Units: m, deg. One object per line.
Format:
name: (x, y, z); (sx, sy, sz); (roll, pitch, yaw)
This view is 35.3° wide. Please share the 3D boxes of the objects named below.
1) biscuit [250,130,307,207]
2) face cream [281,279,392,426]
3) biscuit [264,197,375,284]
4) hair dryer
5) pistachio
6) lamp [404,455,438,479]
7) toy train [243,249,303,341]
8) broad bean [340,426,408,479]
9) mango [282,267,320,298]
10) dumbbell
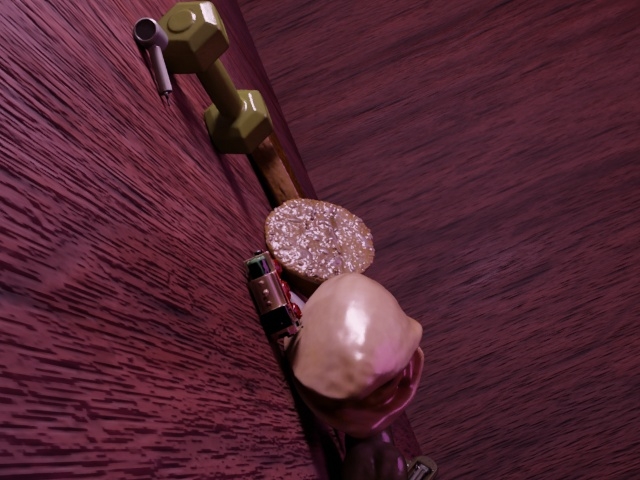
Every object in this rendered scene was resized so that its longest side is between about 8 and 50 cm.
biscuit: (-0.077, -0.096, 2.279); (0.394, 0.076, 0.368); (64, 4, -3)
face cream: (0.020, 0.211, 1.767); (0.314, 0.089, 0.143); (60, 1, 28)
biscuit: (0.000, 0.001, 1.890); (0.033, 0.219, 0.220); (110, -31, -45)
hair dryer: (-0.227, -0.249, 1.422); (0.063, 0.037, 0.124); (32, 41, -83)
pistachio: (0.048, 0.169, 1.511); (0.318, 0.213, 0.194); (-78, 164, -66)
lamp: (0.118, 0.394, 2.001); (0.283, 0.124, 0.203); (69, 24, -14)
toy train: (-0.072, 0.080, 1.479); (0.087, 0.050, 0.138); (-2, 69, -82)
broad bean: (0.080, 0.348, 1.551); (0.228, 0.100, 0.169); (-88, 178, -63)
mango: (-0.016, 0.025, 1.959); (0.144, 0.112, 0.219); (-11, 62, -44)
dumbbell: (-0.172, -0.261, 1.654); (0.302, 0.108, 0.121); (61, 7, -55)
